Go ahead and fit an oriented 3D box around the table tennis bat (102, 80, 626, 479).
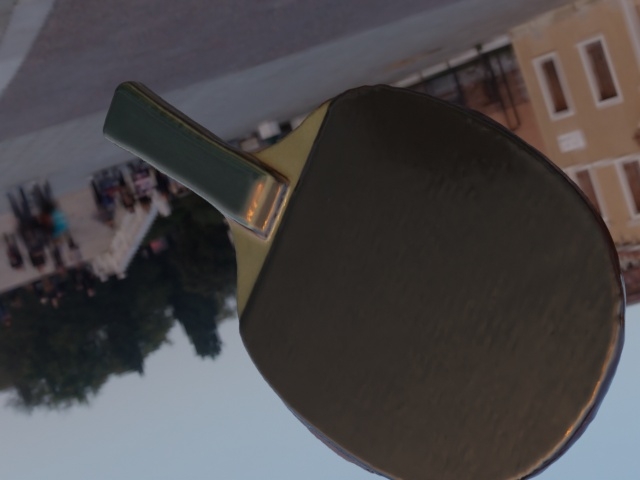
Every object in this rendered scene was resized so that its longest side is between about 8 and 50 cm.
[{"bbox_3d":[0.000,0.000,0.488,0.301,0.173,0.022,32,-164,30],"label":"table tennis bat"}]
